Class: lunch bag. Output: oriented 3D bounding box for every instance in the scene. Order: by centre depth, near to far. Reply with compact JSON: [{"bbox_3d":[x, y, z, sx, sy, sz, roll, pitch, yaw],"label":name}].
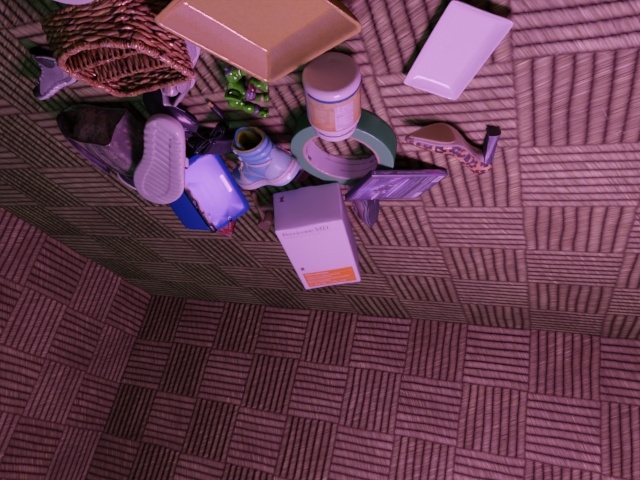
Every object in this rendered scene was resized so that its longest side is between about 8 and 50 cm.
[{"bbox_3d":[-0.727,-0.336,1.760,0.286,0.169,0.235,12,161,22],"label":"lunch bag"}]

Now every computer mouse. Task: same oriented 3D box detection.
[{"bbox_3d":[-0.410,-0.378,1.576,0.184,0.060,0.262,-29,121,29],"label":"computer mouse"}]

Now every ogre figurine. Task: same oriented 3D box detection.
[{"bbox_3d":[-0.198,-0.413,1.398,0.118,0.097,0.197,2,168,-4],"label":"ogre figurine"}]

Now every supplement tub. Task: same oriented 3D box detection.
[{"bbox_3d":[0.032,-0.363,1.325,0.144,0.145,0.200,9,157,9],"label":"supplement tub"}]

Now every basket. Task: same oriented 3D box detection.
[{"bbox_3d":[-0.484,-0.447,1.222,0.299,0.213,0.223,0,115,29],"label":"basket"}]

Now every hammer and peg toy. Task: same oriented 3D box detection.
[{"bbox_3d":[-0.129,-0.079,2.061,0.361,0.128,0.266,1,154,25],"label":"hammer and peg toy"}]

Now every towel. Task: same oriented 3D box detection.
[{"bbox_3d":[-0.124,-0.268,1.769,0.197,0.029,0.144,23,154,-15],"label":"towel"}]

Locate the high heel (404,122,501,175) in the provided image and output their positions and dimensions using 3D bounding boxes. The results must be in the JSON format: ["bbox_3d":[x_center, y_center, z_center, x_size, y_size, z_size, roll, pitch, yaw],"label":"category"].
[{"bbox_3d":[0.368,-0.243,1.474,0.261,0.093,0.186,1,149,5],"label":"high heel"}]

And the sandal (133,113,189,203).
[{"bbox_3d":[-0.497,-0.258,1.672,0.169,0.102,0.416,26,142,-10],"label":"sandal"}]

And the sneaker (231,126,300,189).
[{"bbox_3d":[-0.226,-0.271,1.643,0.318,0.127,0.208,0,145,49],"label":"sneaker"}]

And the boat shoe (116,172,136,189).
[{"bbox_3d":[-0.593,-0.232,1.965,0.339,0.127,0.113,22,153,-23],"label":"boat shoe"}]

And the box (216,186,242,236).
[{"bbox_3d":[-0.401,-0.127,2.102,0.128,0.123,0.257,16,156,-6],"label":"box"}]

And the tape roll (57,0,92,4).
[{"bbox_3d":[-0.514,-0.619,1.006,0.246,0.169,0.246,12,157,5],"label":"tape roll"}]

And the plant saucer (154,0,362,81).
[{"bbox_3d":[-0.134,-0.500,1.125,0.332,0.081,0.332,17,159,-42],"label":"plant saucer"}]

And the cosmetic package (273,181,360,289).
[{"bbox_3d":[0.000,0.000,1.852,0.229,0.162,0.453,-10,148,8],"label":"cosmetic package"}]

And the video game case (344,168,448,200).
[{"bbox_3d":[0.239,-0.176,1.651,0.274,0.026,0.196,-3,163,-23],"label":"video game case"}]

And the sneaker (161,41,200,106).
[{"bbox_3d":[-0.382,-0.452,1.369,0.099,0.121,0.262,16,155,-5],"label":"sneaker"}]

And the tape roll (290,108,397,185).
[{"bbox_3d":[0.070,-0.281,1.574,0.321,0.077,0.321,11,156,5],"label":"tape roll"}]

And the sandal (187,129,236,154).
[{"bbox_3d":[-0.312,-0.332,1.704,0.254,0.055,0.097,-2,161,10],"label":"sandal"}]

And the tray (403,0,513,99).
[{"bbox_3d":[0.305,-0.430,1.177,0.145,0.030,0.270,17,156,-7],"label":"tray"}]

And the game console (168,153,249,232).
[{"bbox_3d":[-0.447,-0.188,1.900,0.173,0.250,0.293,44,165,55],"label":"game console"}]

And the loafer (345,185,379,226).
[{"bbox_3d":[0.147,-0.151,1.833,0.084,0.096,0.268,24,156,28],"label":"loafer"}]

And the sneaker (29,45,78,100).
[{"bbox_3d":[-0.815,-0.510,1.532,0.228,0.086,0.132,-14,141,29],"label":"sneaker"}]
